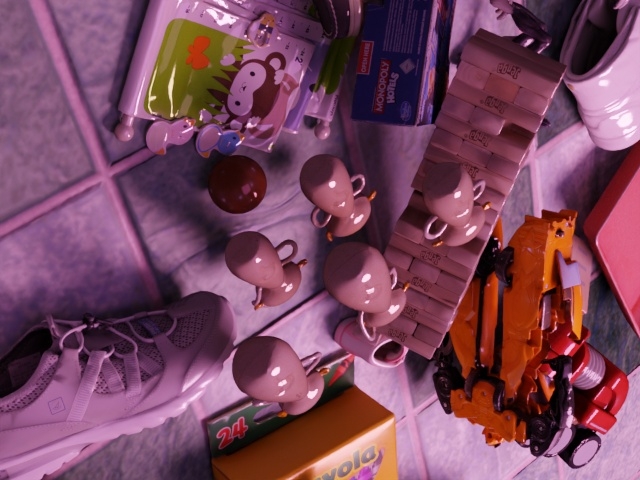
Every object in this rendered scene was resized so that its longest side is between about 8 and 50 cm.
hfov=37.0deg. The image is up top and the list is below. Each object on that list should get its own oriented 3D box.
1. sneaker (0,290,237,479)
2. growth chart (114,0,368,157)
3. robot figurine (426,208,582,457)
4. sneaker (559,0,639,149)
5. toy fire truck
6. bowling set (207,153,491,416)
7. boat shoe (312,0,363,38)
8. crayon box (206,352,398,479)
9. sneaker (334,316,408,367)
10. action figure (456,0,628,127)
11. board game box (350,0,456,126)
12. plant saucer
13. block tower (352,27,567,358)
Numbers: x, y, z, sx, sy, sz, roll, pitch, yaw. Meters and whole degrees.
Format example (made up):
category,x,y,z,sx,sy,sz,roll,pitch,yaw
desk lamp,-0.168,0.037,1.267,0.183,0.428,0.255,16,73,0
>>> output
category,x,y,z,sx,sy,sz,roll,pitch,yaw
sneaker,-0.193,0.107,0.812,0.281,0.105,0.115,-29,121,-30
growth chart,-0.065,-0.153,0.846,0.237,0.021,0.172,-3,114,-38
robot figurine,0.213,0.099,1.085,0.085,0.211,0.291,-16,114,-37
sneaker,0.396,-0.262,1.115,0.293,0.108,0.169,-53,137,-4
toy fire truck,0.325,0.142,1.254,0.217,0.158,0.246,30,101,-44
bowling set,0.000,0.000,0.879,0.287,0.200,0.154,-41,155,0
boat shoe,-0.025,-0.266,0.784,0.073,0.080,0.224,-23,119,-9
crayon box,-0.011,0.304,1.080,0.202,0.081,0.319,-24,124,-29
sneaker,0.087,0.110,1.071,0.134,0.070,0.051,-6,114,-39
action figure,0.222,-0.261,0.939,0.140,0.164,0.276,9,116,-3
board game box,0.087,-0.182,0.891,0.194,0.060,0.194,26,72,-77
plant saucer,0.451,-0.033,1.300,0.259,0.047,0.258,-54,135,-16
block tower,0.134,-0.036,0.944,0.091,0.097,0.336,-50,163,-56
